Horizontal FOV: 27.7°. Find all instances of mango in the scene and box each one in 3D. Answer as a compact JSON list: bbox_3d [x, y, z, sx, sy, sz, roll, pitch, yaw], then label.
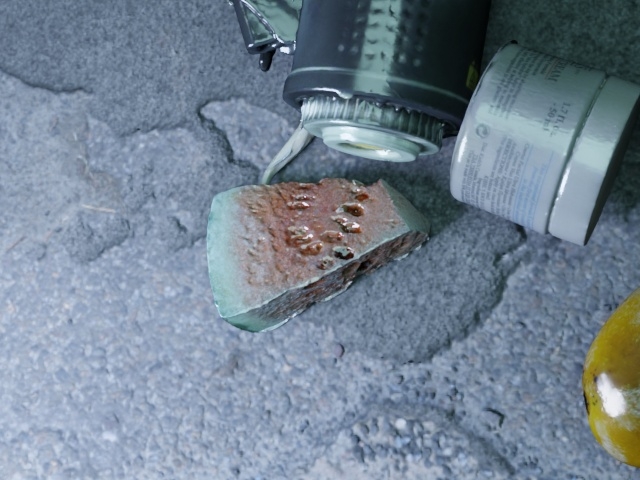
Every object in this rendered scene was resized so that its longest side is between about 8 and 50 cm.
[{"bbox_3d":[0.403,0.105,1.295,0.316,0.146,0.192,-36,85,-1],"label":"mango"}]

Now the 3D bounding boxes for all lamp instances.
[{"bbox_3d":[0.085,-0.220,1.369,0.374,0.205,0.272,-10,85,4],"label":"lamp"}]

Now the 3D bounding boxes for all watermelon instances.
[{"bbox_3d":[0.000,0.000,1.428,0.241,0.094,0.154,-14,71,8],"label":"watermelon"}]

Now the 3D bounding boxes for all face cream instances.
[{"bbox_3d":[0.232,-0.100,1.335,0.153,0.177,0.177,22,88,14],"label":"face cream"}]

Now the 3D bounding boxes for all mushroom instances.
[{"bbox_3d":[-0.018,-0.185,1.472,0.068,0.043,0.306,4,85,31],"label":"mushroom"}]
